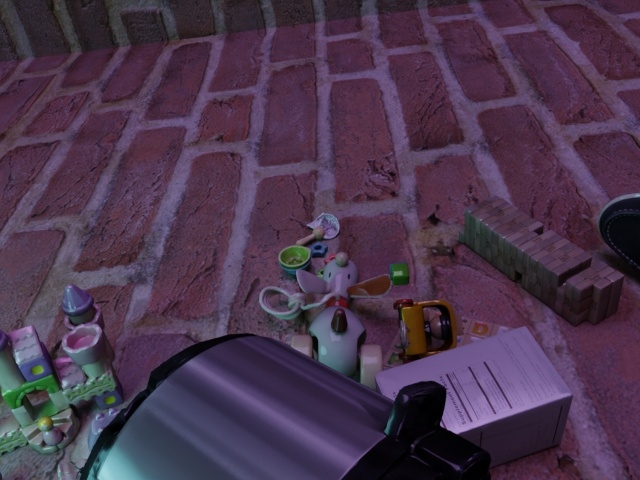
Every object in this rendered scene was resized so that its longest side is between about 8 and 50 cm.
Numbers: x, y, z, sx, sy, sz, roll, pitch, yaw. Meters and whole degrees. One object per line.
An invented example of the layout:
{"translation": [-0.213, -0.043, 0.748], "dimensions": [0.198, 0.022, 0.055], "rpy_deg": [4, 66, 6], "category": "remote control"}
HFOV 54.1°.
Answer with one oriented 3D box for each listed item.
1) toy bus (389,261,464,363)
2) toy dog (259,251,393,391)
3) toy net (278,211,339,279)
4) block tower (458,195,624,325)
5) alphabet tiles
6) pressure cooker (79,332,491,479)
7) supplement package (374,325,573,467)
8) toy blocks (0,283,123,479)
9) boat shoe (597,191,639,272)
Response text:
{"translation": [0.176, 0.142, 1.017], "dimensions": [0.104, 0.191, 0.202], "rpy_deg": [-6, 38, 3], "category": "toy bus"}
{"translation": [0.026, 0.114, 1.103], "dimensions": [0.220, 0.161, 0.333], "rpy_deg": [-7, 36, -17], "category": "toy dog"}
{"translation": [0.000, 0.000, 1.366], "dimensions": [0.122, 0.045, 0.232], "rpy_deg": [6, 40, 19], "category": "toy net"}
{"translation": [0.409, 0.028, 1.210], "dimensions": [0.091, 0.097, 0.335], "rpy_deg": [-24, 39, -20], "category": "block tower"}
{"translation": [0.237, 0.204, 1.089], "dimensions": [0.237, 0.009, 0.198], "rpy_deg": [11, 42, 24], "category": "alphabet tiles"}
{"translation": [-0.011, 0.337, 0.679], "dimensions": [0.420, 0.370, 0.375], "rpy_deg": [20, 49, 36], "category": "pressure cooker"}
{"translation": [0.218, 0.248, 0.924], "dimensions": [0.244, 0.139, 0.134], "rpy_deg": [-15, 42, -8], "category": "supplement package"}
{"translation": [-0.472, 0.223, 1.001], "dimensions": [0.289, 0.260, 0.309], "rpy_deg": [-21, 39, -15], "category": "toy blocks"}
{"translation": [0.666, 0.073, 1.034], "dimensions": [0.156, 0.186, 0.500], "rpy_deg": [-23, 45, -26], "category": "boat shoe"}
